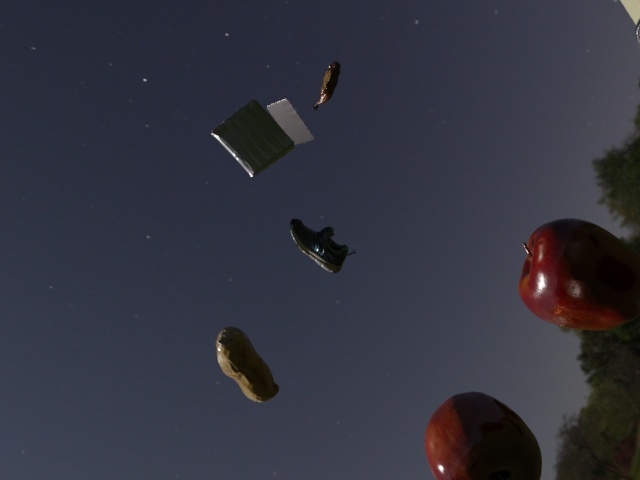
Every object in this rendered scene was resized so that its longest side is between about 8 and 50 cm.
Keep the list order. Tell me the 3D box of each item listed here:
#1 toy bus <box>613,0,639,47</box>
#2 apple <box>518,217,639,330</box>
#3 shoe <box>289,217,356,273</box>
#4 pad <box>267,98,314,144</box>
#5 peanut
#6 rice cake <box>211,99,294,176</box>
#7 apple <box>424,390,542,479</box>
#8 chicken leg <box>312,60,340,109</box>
[{"bbox_3d":[0.614,-0.483,0.973,0.179,0.143,0.306,67,-166,-56],"label":"toy bus"},{"bbox_3d":[0.682,0.094,1.477,0.288,0.316,0.288,20,-90,-86],"label":"apple"},{"bbox_3d":[0.000,0.000,1.599,0.106,0.207,0.091,-51,10,16],"label":"shoe"},{"bbox_3d":[-0.095,-0.371,1.757,0.157,0.112,0.003,53,-124,-26],"label":"pad"},{"bbox_3d":[-0.168,0.281,1.257,0.099,0.099,0.214,-49,-63,-25],"label":"peanut"},{"bbox_3d":[-0.190,-0.292,1.582,0.189,0.198,0.037,-42,-15,-23],"label":"rice cake"},{"bbox_3d":[0.321,0.420,1.106,0.234,0.234,0.234,-29,-51,-42],"label":"apple"},{"bbox_3d":[0.015,-0.397,1.444,0.037,0.062,0.145,5,-55,-29],"label":"chicken leg"}]
